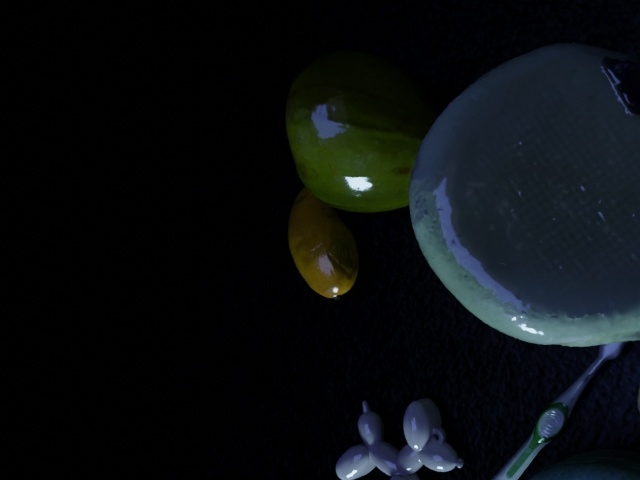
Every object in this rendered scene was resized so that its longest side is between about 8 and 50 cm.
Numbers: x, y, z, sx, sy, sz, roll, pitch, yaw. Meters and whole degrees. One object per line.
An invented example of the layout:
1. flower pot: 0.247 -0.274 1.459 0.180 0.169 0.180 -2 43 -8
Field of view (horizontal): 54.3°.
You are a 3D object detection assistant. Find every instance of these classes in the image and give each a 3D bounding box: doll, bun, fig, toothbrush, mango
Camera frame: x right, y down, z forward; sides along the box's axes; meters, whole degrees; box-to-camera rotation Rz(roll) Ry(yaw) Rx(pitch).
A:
1. doll: 0.103 0.273 0.801 0.161 0.059 0.160 28 106 41
2. bun: 0.239 -0.034 0.629 0.293 0.187 0.293 -3 77 14
3. fig: 0.074 -0.136 0.782 0.225 0.203 0.203 11 93 21
4. toothbrush: 0.252 0.207 0.693 0.030 0.030 0.304 45 115 35
5. mango: 0.000 0.000 0.909 0.098 0.075 0.190 -28 63 20

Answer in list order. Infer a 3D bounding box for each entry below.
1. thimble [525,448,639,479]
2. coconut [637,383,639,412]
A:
1. thimble: 0.271 0.301 0.591 0.235 0.143 0.198 3 87 41
2. coconut: 0.367 0.136 0.475 0.241 0.241 0.241 -5 83 42
